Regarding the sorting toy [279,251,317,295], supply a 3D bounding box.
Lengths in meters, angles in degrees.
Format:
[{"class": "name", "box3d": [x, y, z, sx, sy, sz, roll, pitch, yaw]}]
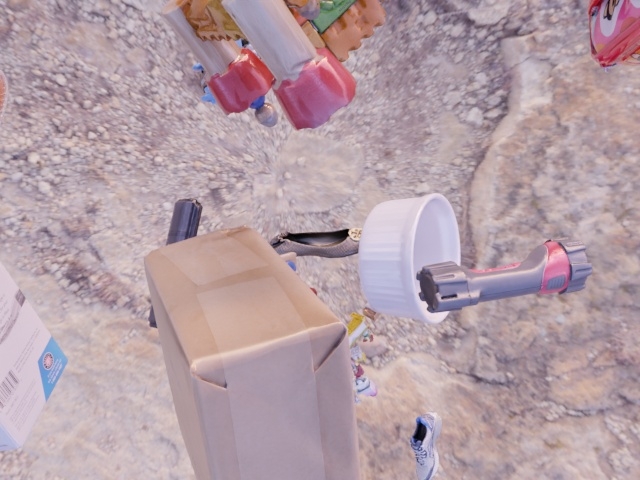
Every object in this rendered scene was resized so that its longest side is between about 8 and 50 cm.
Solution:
[{"class": "sorting toy", "box3d": [-0.090, 0.104, 1.555, 0.046, 0.274, 0.132, 10, 105, 36]}]

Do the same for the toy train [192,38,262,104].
[{"class": "toy train", "box3d": [-0.142, -0.276, 1.195, 0.105, 0.184, 0.080, -16, 91, -17]}]

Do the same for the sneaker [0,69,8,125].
[{"class": "sneaker", "box3d": [-0.689, -0.191, 1.393, 0.121, 0.108, 0.302, 4, 66, 11]}]

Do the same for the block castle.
[{"class": "block castle", "box3d": [0.052, -0.330, 0.914, 0.453, 0.303, 0.213, -46, 120, -12]}]

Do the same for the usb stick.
[{"class": "usb stick", "box3d": [-0.302, 0.047, 1.545, 0.045, 0.077, 0.278, 22, 76, -48]}]

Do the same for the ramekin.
[{"class": "ramekin", "box3d": [0.192, 0.038, 1.602, 0.135, 0.277, 0.277, 0, 96, 30]}]

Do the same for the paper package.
[{"class": "paper package", "box3d": [-0.088, 0.183, 0.914, 0.168, 0.325, 0.309, -14, 113, -18]}]

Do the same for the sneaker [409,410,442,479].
[{"class": "sneaker", "box3d": [0.194, 0.399, 1.436, 0.058, 0.052, 0.135, 7, 86, -43]}]

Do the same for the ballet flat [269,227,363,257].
[{"class": "ballet flat", "box3d": [0.000, 0.000, 1.677, 0.249, 0.084, 0.058, -5, 117, 19]}]

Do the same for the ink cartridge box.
[{"class": "ink cartridge box", "box3d": [-0.610, 0.189, 1.312, 0.129, 0.223, 0.307, -11, 123, 16]}]

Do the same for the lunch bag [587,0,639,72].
[{"class": "lunch bag", "box3d": [0.283, -0.236, 0.535, 0.120, 0.293, 0.258, 5, 90, 5]}]

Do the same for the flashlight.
[{"class": "flashlight", "box3d": [0.318, 0.059, 1.299, 0.304, 0.103, 0.103, -7, 76, -15]}]

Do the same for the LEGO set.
[{"class": "LEGO set", "box3d": [0.089, 0.264, 1.690, 0.132, 0.287, 0.107, -19, 121, 26]}]
